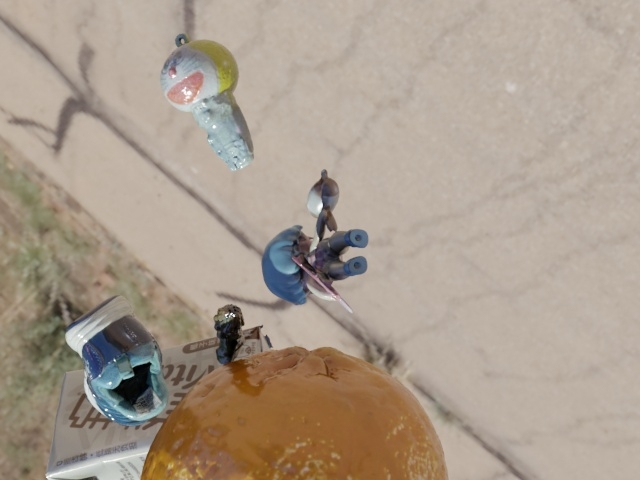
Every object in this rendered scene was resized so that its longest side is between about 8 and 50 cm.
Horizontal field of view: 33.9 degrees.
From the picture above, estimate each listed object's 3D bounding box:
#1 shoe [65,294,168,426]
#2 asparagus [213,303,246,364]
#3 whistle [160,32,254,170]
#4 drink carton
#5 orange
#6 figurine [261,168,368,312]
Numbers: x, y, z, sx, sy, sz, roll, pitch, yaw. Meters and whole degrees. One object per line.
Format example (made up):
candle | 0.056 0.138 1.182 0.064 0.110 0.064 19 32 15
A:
shoe | -0.140 0.100 0.772 0.071 0.064 0.143 48 159 28
asparagus | -0.100 0.101 1.152 0.165 0.036 0.030 99 155 -68
whistle | -0.167 -0.208 1.562 0.223 0.122 0.123 65 160 5
drink carton | -0.214 0.261 1.522 0.194 0.324 0.132 -94 -13 -48
orange | -0.026 0.263 1.138 0.340 0.293 0.340 2 -179 0
figurine | -0.011 0.008 1.461 0.260 0.102 0.205 166 94 -67
